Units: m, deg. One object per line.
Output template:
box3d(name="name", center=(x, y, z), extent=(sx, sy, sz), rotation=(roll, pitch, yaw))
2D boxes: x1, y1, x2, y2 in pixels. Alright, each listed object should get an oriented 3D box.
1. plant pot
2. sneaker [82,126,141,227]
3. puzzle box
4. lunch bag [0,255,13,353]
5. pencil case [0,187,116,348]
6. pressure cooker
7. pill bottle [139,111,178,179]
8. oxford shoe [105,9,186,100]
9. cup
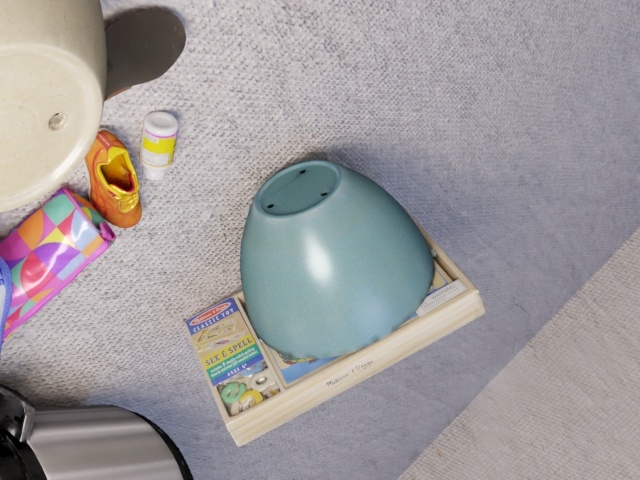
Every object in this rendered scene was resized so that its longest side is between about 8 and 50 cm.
box3d(name="plant pot", center=(0.000, 0.000, 1.470), extent=(0.290, 0.290, 0.195), rotation=(-35, 127, -16))
box3d(name="sneaker", center=(-0.252, -0.063, 1.247), extent=(0.064, 0.067, 0.175), rotation=(-37, 152, -17))
box3d(name="puzzle box", center=(0.010, 0.116, 1.528), extent=(0.408, 0.272, 0.052), rotation=(-28, 125, -6))
box3d(name="lunch bag", center=(-0.507, 0.162, 0.981), extent=(0.385, 0.239, 0.328), rotation=(-47, 172, 19))
box3d(name="pencil case", center=(-0.357, 0.045, 1.224), extent=(0.236, 0.104, 0.104), rotation=(-45, 151, 0))
box3d(name="pressure cooker", center=(-0.415, 0.411, 1.350), extent=(0.375, 0.370, 0.420), rotation=(-31, 157, 28))
box3d(name="pill bottle", center=(-0.203, -0.116, 1.262), extent=(0.043, 0.043, 0.083), rotation=(-21, 144, -35))
box3d(name="oxford shoe", center=(-0.238, -0.191, 1.113), extent=(0.212, 0.076, 0.076), rotation=(-40, 112, -31))
box3d(name="cup", center=(-0.316, -0.158, 0.859), extent=(0.331, 0.237, 0.331), rotation=(-28, 146, -21))
